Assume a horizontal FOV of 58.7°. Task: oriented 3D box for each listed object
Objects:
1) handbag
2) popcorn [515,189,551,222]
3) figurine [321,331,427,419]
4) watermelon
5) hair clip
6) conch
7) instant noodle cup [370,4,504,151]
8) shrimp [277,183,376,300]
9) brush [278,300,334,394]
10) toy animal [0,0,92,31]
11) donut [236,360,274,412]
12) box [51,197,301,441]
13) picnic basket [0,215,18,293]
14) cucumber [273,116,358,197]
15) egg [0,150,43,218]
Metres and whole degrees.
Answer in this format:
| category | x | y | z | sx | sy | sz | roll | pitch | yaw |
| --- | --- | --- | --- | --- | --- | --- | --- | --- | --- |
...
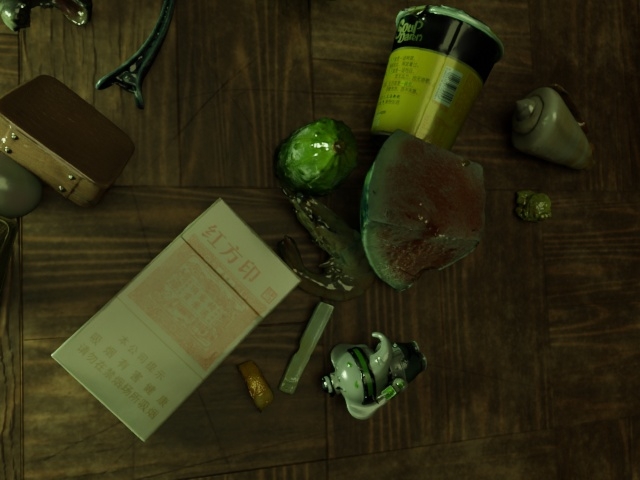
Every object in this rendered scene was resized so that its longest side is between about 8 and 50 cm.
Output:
| category | x | y | z | sx | sy | sz | roll | pitch | yaw |
| --- | --- | --- | --- | --- | --- | --- | --- | --- | --- |
| handbag | -0.394 | -0.158 | 0.880 | 0.193 | 0.072 | 0.151 | 37 | 42 | -19 |
| popcorn | 0.442 | -0.074 | 1.177 | 0.059 | 0.068 | 0.083 | 0 | 47 | -40 |
| figurine | 0.094 | 0.234 | 1.019 | 0.192 | 0.126 | 0.147 | -17 | 56 | -11 |
| watermelon | 0.172 | -0.050 | 0.968 | 0.201 | 0.262 | 0.213 | 1 | 67 | 22 |
| hair clip | -0.290 | -0.361 | 0.983 | 0.083 | 0.048 | 0.275 | 23 | 75 | -13 |
| conch | 0.474 | -0.218 | 1.181 | 0.255 | 0.127 | 0.158 | 39 | 44 | -33 |
| instant noodle cup | 0.200 | -0.275 | 1.050 | 0.215 | 0.215 | 0.236 | 21 | 87 | -15 |
| shrimp | -0.009 | 0.014 | 1.030 | 0.254 | 0.059 | 0.145 | 37 | 94 | -19 |
| brush | -0.028 | 0.191 | 1.028 | 0.033 | 0.030 | 0.179 | 26 | 89 | -21 |
| toy animal | -0.526 | -0.456 | 0.882 | 0.168 | 0.106 | 0.343 | -45 | 105 | -22 |
| donut | -0.112 | 0.252 | 0.995 | 0.038 | 0.067 | 0.083 | -27 | 62 | -11 |
| box | -0.228 | 0.125 | 0.947 | 0.204 | 0.051 | 0.365 | 46 | 77 | -8 |
| picnic basket | -0.521 | 0.032 | 0.822 | 0.115 | 0.079 | 0.164 | 19 | 114 | -14 |
| cucumber | 0.002 | -0.143 | 0.952 | 0.134 | 0.244 | 0.134 | 0 | 92 | -14 |
| egg | -0.492 | -0.088 | 0.862 | 0.135 | 0.103 | 0.103 | 24 | 79 | -11 |
